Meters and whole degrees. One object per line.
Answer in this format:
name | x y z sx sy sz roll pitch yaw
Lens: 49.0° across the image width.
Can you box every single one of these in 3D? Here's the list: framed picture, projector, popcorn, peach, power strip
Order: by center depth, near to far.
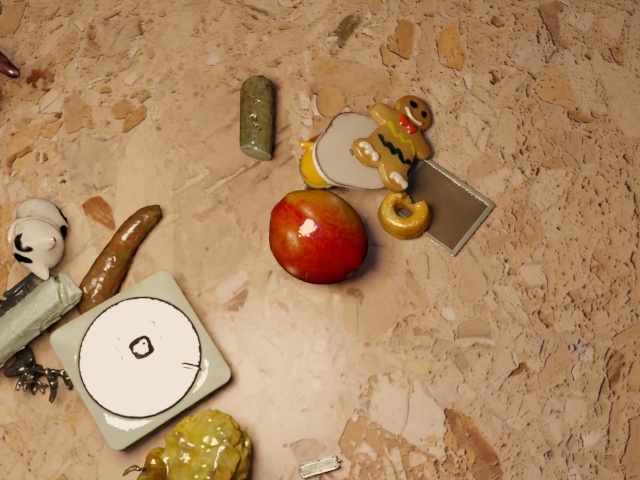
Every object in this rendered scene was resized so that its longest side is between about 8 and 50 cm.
popcorn | -0.226 0.391 1.258 0.195 0.173 0.168 -5 85 9
power strip | 0.000 0.417 1.298 0.083 0.017 0.027 -15 73 1
peach | 0.000 0.000 1.345 0.197 0.197 0.197 -2 73 5
projector | -0.341 0.227 1.348 0.257 0.079 0.259 -31 78 -14
framed picture | 0.239 -0.072 1.431 0.183 0.011 0.142 37 80 15

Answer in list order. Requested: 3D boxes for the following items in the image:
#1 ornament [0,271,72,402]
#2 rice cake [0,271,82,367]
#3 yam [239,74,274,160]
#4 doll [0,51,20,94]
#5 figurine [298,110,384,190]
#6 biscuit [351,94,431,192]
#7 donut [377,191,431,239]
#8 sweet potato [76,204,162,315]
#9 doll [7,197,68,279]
ornament | -0.548 0.198 1.391 0.202 0.080 0.236 -42 71 -5
rice cake | -0.594 0.184 1.329 0.336 0.063 0.066 -39 67 1
yam | -0.135 -0.258 1.494 0.078 0.078 0.179 -1 75 5
doll | -0.820 -0.268 1.492 0.318 0.209 0.339 5 76 10
figurine | 0.055 -0.159 1.447 0.250 0.141 0.166 -10 77 -35
biscuit | 0.161 -0.213 1.422 0.158 0.035 0.240 40 56 -13
donut | 0.166 -0.054 1.406 0.108 0.043 0.097 28 77 17
sweet potato | -0.414 0.036 1.432 0.075 0.075 0.273 25 73 12
doll | -0.565 -0.009 1.409 0.107 0.110 0.180 4 28 -15
